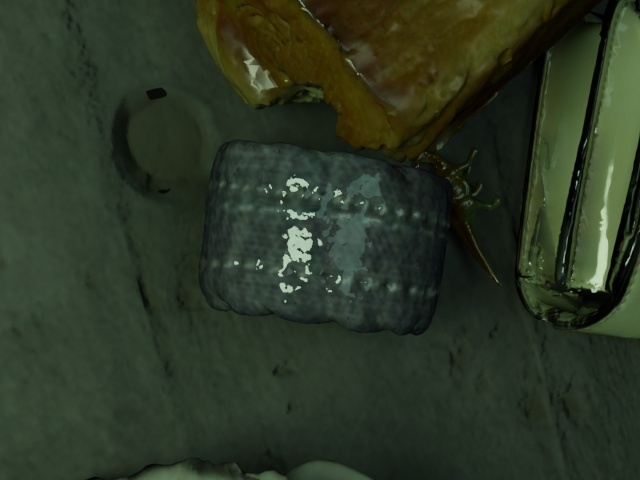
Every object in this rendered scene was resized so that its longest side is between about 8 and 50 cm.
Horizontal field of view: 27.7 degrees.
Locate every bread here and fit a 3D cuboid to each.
[{"bbox_3d":[0.082,-0.189,0.803,0.344,0.149,0.195,-39,88,-24],"label":"bread"}]

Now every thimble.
[{"bbox_3d":[0.001,0.000,0.750,0.150,0.150,0.098,9,88,-28],"label":"thimble"}]

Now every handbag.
[{"bbox_3d":[0.326,-0.025,0.925,0.358,0.160,0.236,12,88,-28],"label":"handbag"}]

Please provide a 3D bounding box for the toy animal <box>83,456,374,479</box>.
[{"bbox_3d":[-0.065,0.249,0.692,0.249,0.174,0.289,-12,106,-8],"label":"toy animal"}]

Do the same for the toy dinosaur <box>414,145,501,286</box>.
[{"bbox_3d":[0.101,-0.024,0.872,0.041,0.026,0.113,-34,95,-19],"label":"toy dinosaur"}]
